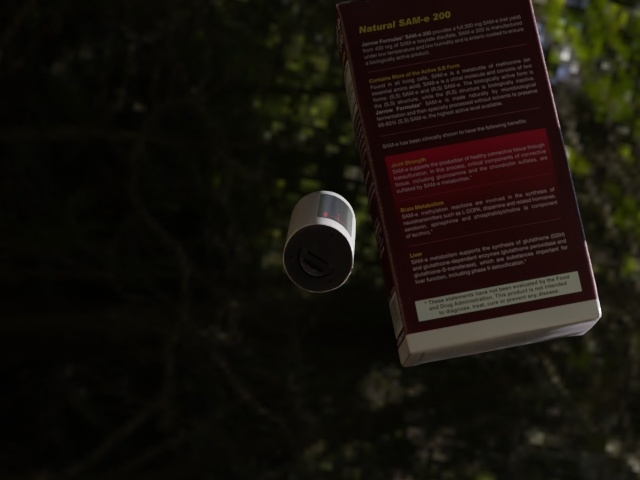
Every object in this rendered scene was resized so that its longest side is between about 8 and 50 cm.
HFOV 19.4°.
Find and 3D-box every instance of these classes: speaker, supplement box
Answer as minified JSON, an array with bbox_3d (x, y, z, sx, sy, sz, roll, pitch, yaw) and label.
[{"bbox_3d":[0.000,0.000,1.474,0.136,0.055,0.055,-80,-175,-78],"label":"speaker"},{"bbox_3d":[0.094,-0.047,1.242,0.073,0.130,0.239,98,-18,-79],"label":"supplement box"}]
